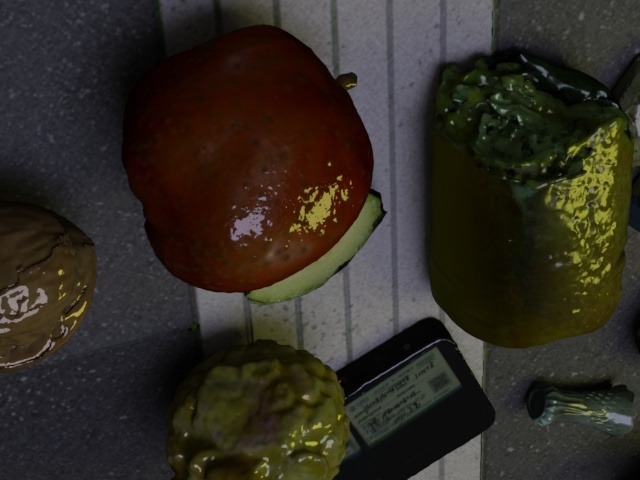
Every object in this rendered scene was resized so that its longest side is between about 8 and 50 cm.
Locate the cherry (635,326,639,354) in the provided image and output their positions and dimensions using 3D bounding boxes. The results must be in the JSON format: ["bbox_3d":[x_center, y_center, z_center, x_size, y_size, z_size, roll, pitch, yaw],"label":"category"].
[{"bbox_3d":[0.538,0.142,2.118,0.176,0.140,0.176,-9,141,-7],"label":"cherry"}]

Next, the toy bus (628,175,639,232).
[{"bbox_3d":[0.571,-0.045,2.020,0.329,0.109,0.136,6,112,-27],"label":"toy bus"}]

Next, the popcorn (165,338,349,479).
[{"bbox_3d":[-0.082,0.249,1.866,0.259,0.259,0.212,-33,149,2],"label":"popcorn"}]

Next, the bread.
[{"bbox_3d":[0.262,-0.031,1.840,0.251,0.208,0.376,-11,132,-10],"label":"bread"}]

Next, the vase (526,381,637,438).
[{"bbox_3d":[0.372,0.240,2.164,0.148,0.081,0.081,9,120,-24],"label":"vase"}]

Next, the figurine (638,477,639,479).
[{"bbox_3d":[0.567,0.411,2.311,0.285,0.167,0.342,-42,134,6],"label":"figurine"}]

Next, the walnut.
[{"bbox_3d":[-0.359,0.051,1.631,0.245,0.198,0.198,-21,130,-5],"label":"walnut"}]

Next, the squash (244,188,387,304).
[{"bbox_3d":[-0.017,-0.016,1.816,0.192,0.085,0.184,-51,156,20],"label":"squash"}]

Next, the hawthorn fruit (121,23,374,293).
[{"bbox_3d":[-0.074,-0.094,1.602,0.299,0.275,0.275,-36,132,-15],"label":"hawthorn fruit"}]

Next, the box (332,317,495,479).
[{"bbox_3d":[0.057,0.265,2.055,0.350,0.058,0.211,-31,129,0],"label":"box"}]

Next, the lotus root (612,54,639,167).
[{"bbox_3d":[0.417,-0.145,1.898,0.144,0.070,0.143,-46,128,14],"label":"lotus root"}]
